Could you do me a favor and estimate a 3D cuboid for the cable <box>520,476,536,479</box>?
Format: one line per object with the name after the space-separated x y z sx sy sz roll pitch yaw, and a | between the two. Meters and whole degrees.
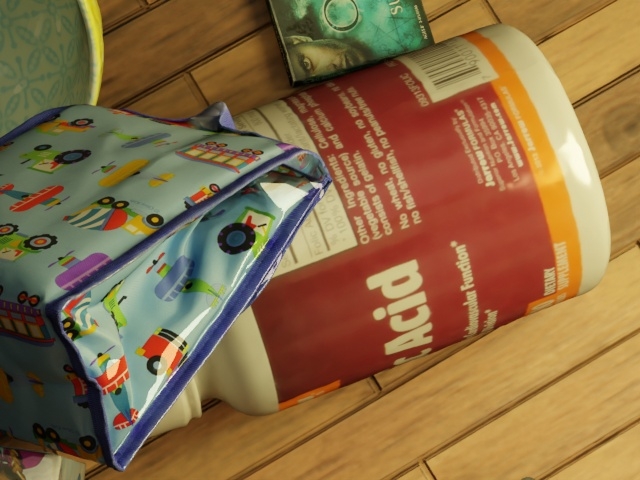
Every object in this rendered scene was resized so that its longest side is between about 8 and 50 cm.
0.177 0.289 1.559 0.150 0.047 0.184 30 75 -3 | cable

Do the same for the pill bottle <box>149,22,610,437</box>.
0.000 0.000 1.511 0.392 0.224 0.224 -21 80 -8 | pill bottle

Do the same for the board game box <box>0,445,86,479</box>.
-0.333 0.163 1.401 0.318 0.318 0.066 8 82 -2 | board game box

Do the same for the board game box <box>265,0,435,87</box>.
0.009 -0.230 1.662 0.126 0.026 0.186 -16 79 -8 | board game box

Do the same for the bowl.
-0.298 -0.176 1.543 0.289 0.156 0.289 3 118 6 | bowl

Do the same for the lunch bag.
-0.150 -0.010 1.331 0.221 0.138 0.293 11 43 34 | lunch bag
